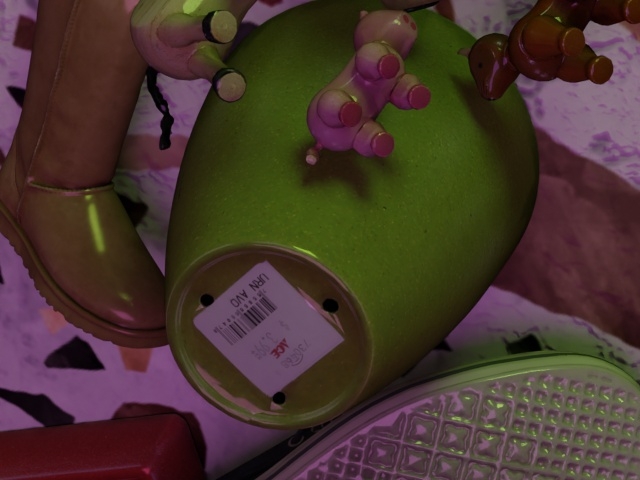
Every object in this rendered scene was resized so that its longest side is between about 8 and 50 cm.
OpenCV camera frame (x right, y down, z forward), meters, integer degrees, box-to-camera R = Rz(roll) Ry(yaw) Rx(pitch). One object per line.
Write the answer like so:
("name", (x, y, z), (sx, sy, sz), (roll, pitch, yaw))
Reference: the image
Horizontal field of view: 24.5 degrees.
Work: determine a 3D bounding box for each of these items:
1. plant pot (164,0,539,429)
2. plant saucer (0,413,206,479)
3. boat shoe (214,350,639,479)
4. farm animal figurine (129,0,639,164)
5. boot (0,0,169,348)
("plant pot", (0.000, 0.000, 1.043), (0.275, 0.293, 0.274), (6, 117, 13))
("plant saucer", (-0.214, 0.296, 1.389), (0.258, 0.047, 0.259), (-8, 113, 19))
("boat shoe", (0.037, 0.220, 1.227), (0.500, 0.156, 0.187), (-28, 99, 13))
("farm animal figurine", (0.041, -0.220, 0.945), (0.330, 0.172, 0.326), (-1, 106, -29))
("boot", (-0.163, -0.083, 1.125), (0.236, 0.089, 0.269), (40, 124, 28))
